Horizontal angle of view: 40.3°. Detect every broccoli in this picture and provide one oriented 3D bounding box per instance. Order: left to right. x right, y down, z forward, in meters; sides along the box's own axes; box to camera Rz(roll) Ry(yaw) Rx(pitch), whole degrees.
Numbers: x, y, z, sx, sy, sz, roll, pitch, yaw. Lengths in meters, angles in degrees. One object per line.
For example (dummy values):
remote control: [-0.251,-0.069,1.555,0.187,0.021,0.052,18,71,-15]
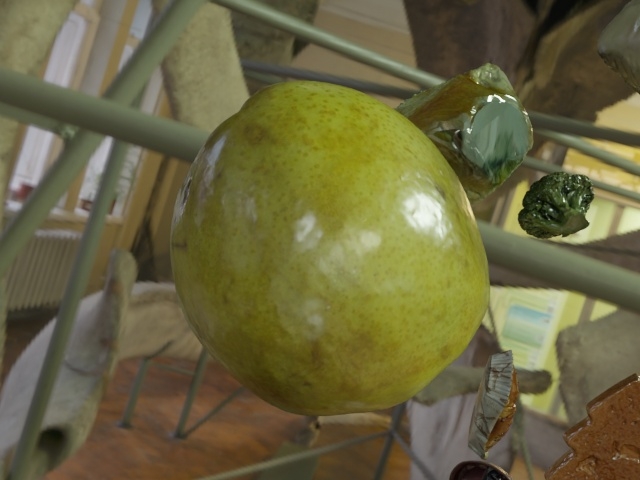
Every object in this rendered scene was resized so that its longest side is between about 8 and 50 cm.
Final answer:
broccoli: [0.457,-0.063,1.701,0.162,0.146,0.138,-2,28,-19]

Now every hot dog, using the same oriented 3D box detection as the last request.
hot dog: [0.242,0.227,1.209,0.053,0.192,0.099,10,39,4]

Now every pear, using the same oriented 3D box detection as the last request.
pear: [0.000,0.000,0.813,0.303,0.304,0.304,18,3,-1]

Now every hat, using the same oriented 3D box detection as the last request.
hat: [0.353,0.574,1.895,0.205,0.206,0.089,21,36,40]

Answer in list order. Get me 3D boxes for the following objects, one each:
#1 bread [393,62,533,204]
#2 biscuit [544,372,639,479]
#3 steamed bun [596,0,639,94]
bread: [0.286,-0.205,1.744,0.264,0.395,0.239,-18,-70,51]
biscuit: [0.591,0.399,1.694,0.283,0.307,0.043,6,16,4]
steamed bun: [0.491,-0.189,0.929,0.309,0.219,0.324,28,15,-25]
